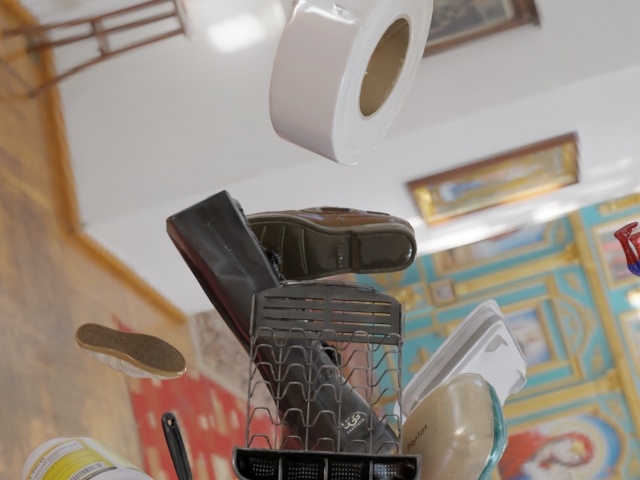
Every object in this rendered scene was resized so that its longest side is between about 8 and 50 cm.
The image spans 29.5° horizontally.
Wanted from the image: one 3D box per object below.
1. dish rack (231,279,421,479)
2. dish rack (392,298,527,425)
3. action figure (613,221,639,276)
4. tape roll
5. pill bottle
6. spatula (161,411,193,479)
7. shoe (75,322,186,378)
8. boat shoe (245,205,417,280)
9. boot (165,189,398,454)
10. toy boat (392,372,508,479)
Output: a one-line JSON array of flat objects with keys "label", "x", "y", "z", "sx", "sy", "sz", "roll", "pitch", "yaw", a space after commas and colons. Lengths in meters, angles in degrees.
[{"label": "dish rack", "x": 0.008, "y": 0.164, "z": 1.408, "sx": 0.074, "sy": 0.208, "sz": 0.271, "roll": 99, "pitch": -7, "yaw": -62}, {"label": "dish rack", "x": 0.287, "y": 0.282, "z": 2.318, "sx": 0.072, "sy": 0.285, "sz": 0.333, "roll": 37, "pitch": -8, "yaw": 30}, {"label": "action figure", "x": 0.610, "y": 0.089, "z": 2.039, "sx": 0.091, "sy": 0.139, "sz": 0.280, "roll": -142, "pitch": -152, "yaw": -75}, {"label": "tape roll", "x": 0.045, "y": -0.247, "z": 1.610, "sx": 0.286, "sy": 0.100, "sz": 0.286, "roll": -53, "pitch": 158, "yaw": -32}, {"label": "pill bottle", "x": -0.386, "y": 0.436, "z": 2.022, "sx": 0.334, "sy": 0.188, "sz": 0.188, "roll": 12, "pitch": -58, "yaw": 61}, {"label": "spatula", "x": -0.215, "y": 0.431, "z": 2.053, "sx": 0.030, "sy": 0.084, "sz": 0.296, "roll": -26, "pitch": -97, "yaw": 54}, {"label": "shoe", "x": -0.355, "y": 0.213, "z": 2.283, "sx": 0.058, "sy": 0.219, "sz": 0.076, "roll": 101, "pitch": 10, "yaw": -48}, {"label": "boat shoe", "x": 0.000, "y": 0.000, "z": 1.967, "sx": 0.104, "sy": 0.307, "sz": 0.110, "roll": -97, "pitch": -166, "yaw": -67}, {"label": "boot", "x": -0.088, "y": 0.152, "z": 1.830, "sx": 0.445, "sy": 0.146, "sz": 0.367, "roll": 53, "pitch": -22, "yaw": 0}, {"label": "toy boat", "x": 0.208, "y": 0.373, "z": 1.811, "sx": 0.267, "sy": 0.148, "sz": 0.318, "roll": 125, "pitch": -28, "yaw": -47}]
